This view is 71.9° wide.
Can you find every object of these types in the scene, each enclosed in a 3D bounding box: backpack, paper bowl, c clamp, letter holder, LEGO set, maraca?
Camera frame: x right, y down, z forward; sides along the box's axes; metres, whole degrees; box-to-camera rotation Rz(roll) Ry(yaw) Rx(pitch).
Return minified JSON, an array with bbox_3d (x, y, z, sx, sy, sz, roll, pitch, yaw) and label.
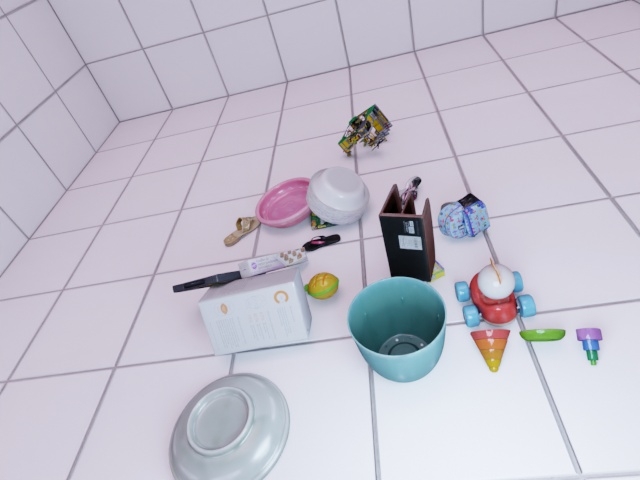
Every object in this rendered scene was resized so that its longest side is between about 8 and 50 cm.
[{"bbox_3d":[0.559,-0.081,1.741,0.173,0.158,0.117,-25,33,-4],"label":"backpack"},{"bbox_3d":[0.086,-0.222,1.999,0.283,0.148,0.285,9,49,-10],"label":"paper bowl"},{"bbox_3d":[0.582,-0.130,1.892,0.137,0.022,0.161,4,44,24],"label":"c clamp"},{"bbox_3d":[0.332,-0.034,1.597,0.151,0.302,0.215,4,43,25],"label":"letter holder"},{"bbox_3d":[0.261,-0.577,2.444,0.254,0.192,0.331,-30,27,35],"label":"LEGO set"},{"bbox_3d":[0.000,0.175,1.714,0.127,0.099,0.185,-31,16,-27],"label":"maraca"}]

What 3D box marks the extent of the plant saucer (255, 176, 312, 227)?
[{"bbox_3d":[-0.154,-0.174,2.148,0.331,0.084,0.332,-17,40,15],"label":"plant saucer"}]

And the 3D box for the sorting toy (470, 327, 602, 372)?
[{"bbox_3d":[0.642,0.329,1.316,0.364,0.127,0.126,-3,71,13],"label":"sorting toy"}]

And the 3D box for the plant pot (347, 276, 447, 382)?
[{"bbox_3d":[0.247,0.298,1.369,0.292,0.235,0.293,-10,41,9],"label":"plant pot"}]

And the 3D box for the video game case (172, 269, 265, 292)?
[{"bbox_3d":[-0.395,0.154,1.745,0.248,0.035,0.274,-15,-6,32],"label":"video game case"}]

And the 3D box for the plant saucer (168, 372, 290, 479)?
[{"bbox_3d":[-0.298,0.574,1.369,0.399,0.101,0.401,-11,41,10],"label":"plant saucer"}]

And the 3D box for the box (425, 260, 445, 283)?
[{"bbox_3d":[0.365,0.127,1.669,0.179,0.043,0.105,-27,40,-8],"label":"box"}]

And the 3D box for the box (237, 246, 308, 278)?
[{"bbox_3d":[-0.182,0.087,1.766,0.067,0.063,0.323,-22,-6,39],"label":"box"}]

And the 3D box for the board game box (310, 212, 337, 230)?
[{"bbox_3d":[0.018,-0.152,2.124,0.136,0.030,0.260,-14,40,9],"label":"board game box"}]

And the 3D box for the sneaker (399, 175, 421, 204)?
[{"bbox_3d":[0.419,-0.219,2.031,0.077,0.072,0.178,31,67,28],"label":"sneaker"}]

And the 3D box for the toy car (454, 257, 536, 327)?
[{"bbox_3d":[0.562,0.135,1.432,0.219,0.238,0.210,-11,40,8],"label":"toy car"}]

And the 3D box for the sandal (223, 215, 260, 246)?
[{"bbox_3d":[-0.382,-0.073,2.144,0.088,0.079,0.240,22,54,37],"label":"sandal"}]

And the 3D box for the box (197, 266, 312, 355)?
[{"bbox_3d":[-0.225,0.251,1.579,0.344,0.215,0.168,-12,14,7],"label":"box"}]

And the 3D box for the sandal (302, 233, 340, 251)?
[{"bbox_3d":[0.000,0.000,1.948,0.179,0.040,0.067,-18,40,1],"label":"sandal"}]
